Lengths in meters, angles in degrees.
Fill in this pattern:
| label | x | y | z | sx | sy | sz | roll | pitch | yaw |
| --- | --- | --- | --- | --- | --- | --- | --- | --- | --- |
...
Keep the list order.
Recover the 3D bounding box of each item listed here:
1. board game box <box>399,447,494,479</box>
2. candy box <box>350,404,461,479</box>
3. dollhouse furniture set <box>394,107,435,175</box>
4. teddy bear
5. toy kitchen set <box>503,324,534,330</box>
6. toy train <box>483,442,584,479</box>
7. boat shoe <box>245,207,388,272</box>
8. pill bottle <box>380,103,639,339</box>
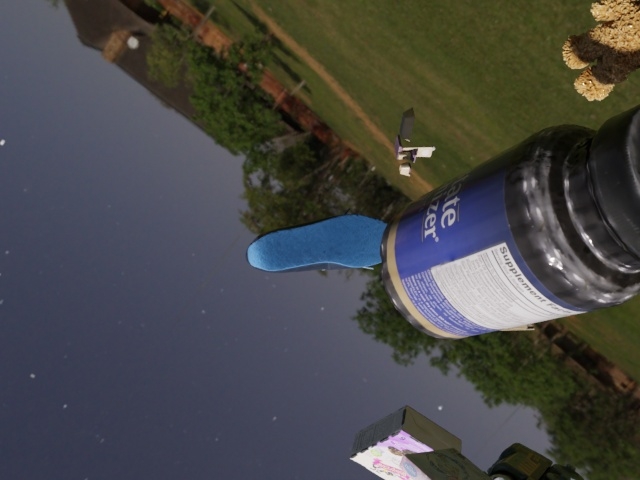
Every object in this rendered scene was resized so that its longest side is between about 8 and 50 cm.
| label | x | y | z | sx | sy | sz | roll | pitch | yaw |
| --- | --- | --- | --- | --- | --- | --- | --- | --- | --- |
| board game box | 0.151 | 0.272 | 0.675 | 0.090 | 0.020 | 0.090 | 10 | -168 | -37 |
| candy box | 0.191 | 0.474 | 1.348 | 0.165 | 0.196 | 0.070 | 34 | -139 | -12 |
| dollhouse furniture set | 0.203 | -0.201 | 1.201 | 0.081 | 0.114 | 0.091 | 0 | -130 | -4 |
| teddy bear | 0.679 | -0.436 | 1.315 | 0.113 | 0.245 | 0.338 | -14 | -169 | -26 |
| toy kitchen set | 0.365 | 0.131 | 1.118 | 0.068 | 0.075 | 0.083 | 2 | 173 | -13 |
| toy train | 0.484 | 0.571 | 1.371 | 0.190 | 0.142 | 0.334 | 24 | -175 | 30 |
| boat shoe | 0.000 | 0.000 | 0.991 | 0.258 | 0.109 | 0.089 | 1 | 176 | -21 |
| pill bottle | 0.148 | -0.005 | 0.416 | 0.123 | 0.123 | 0.219 | 36 | 149 | -14 |
